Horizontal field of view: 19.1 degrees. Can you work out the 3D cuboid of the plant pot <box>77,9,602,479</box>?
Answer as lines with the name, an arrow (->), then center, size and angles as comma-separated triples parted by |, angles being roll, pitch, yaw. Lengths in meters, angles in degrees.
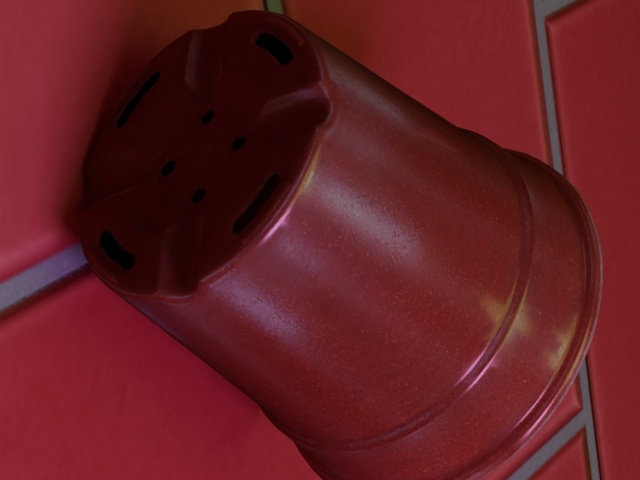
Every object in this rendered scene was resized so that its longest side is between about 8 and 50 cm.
plant pot -> 0.000, 0.000, 1.249 | 0.265, 0.272, 0.272 | 35, 63, -42
